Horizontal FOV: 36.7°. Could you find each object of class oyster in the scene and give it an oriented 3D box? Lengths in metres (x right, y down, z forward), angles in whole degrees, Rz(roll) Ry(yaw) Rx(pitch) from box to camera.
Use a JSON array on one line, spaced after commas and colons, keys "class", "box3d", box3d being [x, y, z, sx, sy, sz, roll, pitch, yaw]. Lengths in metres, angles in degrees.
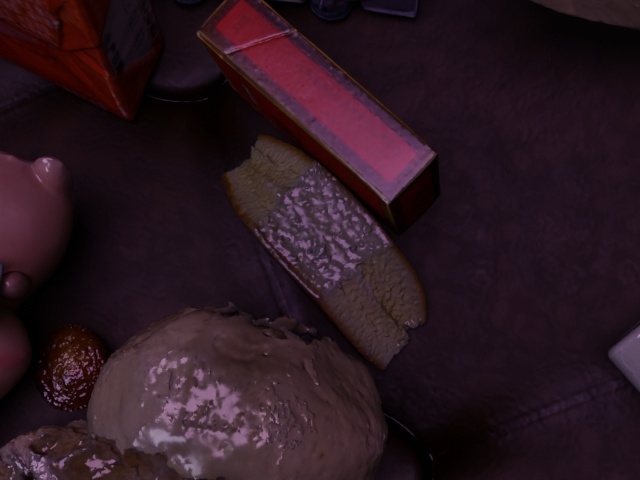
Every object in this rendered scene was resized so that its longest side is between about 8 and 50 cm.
[{"class": "oyster", "box3d": [-0.213, 0.229, 0.912, 0.209, 0.072, 0.133, 33, 88, 11]}]

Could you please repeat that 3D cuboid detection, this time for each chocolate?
[{"class": "chocolate", "box3d": [-0.280, -0.250, 0.937, 0.237, 0.235, 0.108, 25, 71, 13]}]

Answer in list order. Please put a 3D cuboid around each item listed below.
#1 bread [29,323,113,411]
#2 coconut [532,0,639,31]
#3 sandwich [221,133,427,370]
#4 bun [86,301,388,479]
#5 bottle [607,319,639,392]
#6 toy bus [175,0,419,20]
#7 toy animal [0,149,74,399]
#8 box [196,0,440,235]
[{"class": "bread", "box3d": [-0.243, 0.125, 0.943, 0.085, 0.053, 0.085, -1, 80, 8]}, {"class": "coconut", "box3d": [0.303, -0.352, 0.809, 0.415, 0.344, 0.415, -1, 77, 5]}, {"class": "sandwich", "box3d": [0.000, 0.000, 0.916, 0.094, 0.096, 0.258, -42, 79, -7]}, {"class": "bun", "box3d": [-0.063, 0.132, 0.824, 0.259, 0.259, 0.152, 17, 78, 11]}, {"class": "bottle", "box3d": [0.366, 0.157, 0.826, 0.104, 0.104, 0.245, -39, 77, -1]}, {"class": "toy bus", "box3d": [-0.055, -0.313, 0.976, 0.329, 0.109, 0.136, 9, 71, 10]}, {"class": "toy animal", "box3d": [-0.337, 0.054, 0.894, 0.195, 0.213, 0.256, 26, 61, -26]}, {"class": "box", "box3d": [0.004, -0.117, 0.904, 0.240, 0.153, 0.074, 42, 92, 13]}]
